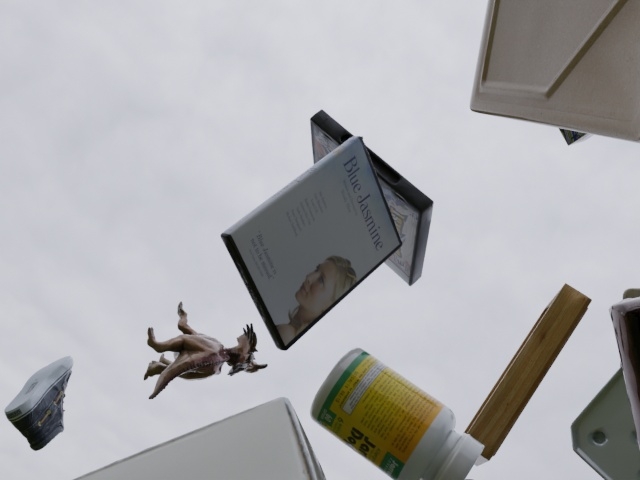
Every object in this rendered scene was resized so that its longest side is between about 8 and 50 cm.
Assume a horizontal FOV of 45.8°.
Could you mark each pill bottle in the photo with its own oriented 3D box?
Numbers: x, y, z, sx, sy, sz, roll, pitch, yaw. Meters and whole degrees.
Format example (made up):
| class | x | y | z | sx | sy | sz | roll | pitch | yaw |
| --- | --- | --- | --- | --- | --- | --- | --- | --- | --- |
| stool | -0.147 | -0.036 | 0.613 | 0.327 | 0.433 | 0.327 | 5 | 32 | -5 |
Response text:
| class | x | y | z | sx | sy | sz | roll | pitch | yaw |
| --- | --- | --- | --- | --- | --- | --- | --- | --- | --- |
| pill bottle | 0.099 | 0.241 | 0.978 | 0.208 | 0.117 | 0.118 | 33 | -51 | 17 |

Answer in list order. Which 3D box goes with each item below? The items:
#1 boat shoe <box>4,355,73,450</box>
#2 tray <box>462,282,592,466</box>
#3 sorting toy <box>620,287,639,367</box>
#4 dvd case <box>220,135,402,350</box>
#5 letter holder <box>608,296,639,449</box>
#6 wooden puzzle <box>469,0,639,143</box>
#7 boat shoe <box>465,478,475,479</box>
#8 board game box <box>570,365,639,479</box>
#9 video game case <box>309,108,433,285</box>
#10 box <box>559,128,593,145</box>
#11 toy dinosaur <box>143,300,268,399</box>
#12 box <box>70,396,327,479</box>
| class | x | y | z | sx | sy | sz | roll | pitch | yaw |
| --- | --- | --- | --- | --- | --- | --- | --- | --- | --- |
| boat shoe | -0.446 | 0.265 | 1.241 | 0.065 | 0.183 | 0.083 | -21 | -74 | 15 |
| tray | 0.442 | 0.302 | 1.668 | 0.076 | 0.411 | 0.203 | 33 | -14 | 14 |
| sorting toy | 0.697 | 0.190 | 1.487 | 0.208 | 0.193 | 0.038 | -1 | -10 | 40 |
| dvd case | 0.000 | 0.000 | 1.000 | 0.022 | 0.253 | 0.180 | 7 | -52 | 49 |
| letter holder | 0.298 | 0.062 | 0.249 | 0.301 | 0.152 | 0.214 | -7 | -11 | -5 |
| wooden puzzle | 0.155 | -0.174 | 0.423 | 0.044 | 0.239 | 0.221 | 6 | -77 | -10 |
| boat shoe | 0.201 | 0.484 | 1.362 | 0.223 | 0.073 | 0.080 | -10 | -73 | -16 |
| board game box | 0.428 | 0.115 | 0.456 | 0.390 | 0.050 | 0.390 | 43 | -78 | 32 |
| video game case | 0.082 | -0.064 | 1.296 | 0.248 | 0.035 | 0.275 | 43 | -18 | 21 |
| box | 0.411 | -0.249 | 1.271 | 0.059 | 0.054 | 0.169 | -37 | -106 | 49 |
| toy dinosaur | -0.213 | 0.219 | 1.430 | 0.200 | 0.295 | 0.127 | 15 | -79 | 8 |
| box | -0.038 | 0.230 | 0.427 | 0.148 | 0.127 | 0.232 | -21 | -58 | -2 |
